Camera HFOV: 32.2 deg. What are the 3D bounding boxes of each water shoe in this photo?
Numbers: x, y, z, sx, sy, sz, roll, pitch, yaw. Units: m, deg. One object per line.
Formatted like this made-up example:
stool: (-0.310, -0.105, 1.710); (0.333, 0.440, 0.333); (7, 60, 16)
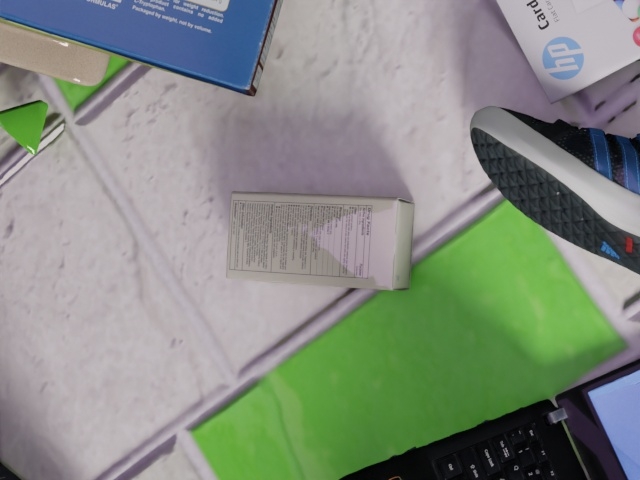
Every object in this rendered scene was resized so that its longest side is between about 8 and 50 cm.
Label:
water shoe: (0.183, -0.032, 0.642); (0.203, 0.073, 0.080); (33, 71, 21)

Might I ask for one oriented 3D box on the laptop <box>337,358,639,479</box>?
laptop: (0.182, 0.179, 0.571); (0.136, 0.264, 0.234); (-41, 67, 49)

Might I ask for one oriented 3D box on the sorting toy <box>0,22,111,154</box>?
sorting toy: (-0.222, -0.219, 0.760); (0.196, 0.047, 0.347); (15, 95, -21)

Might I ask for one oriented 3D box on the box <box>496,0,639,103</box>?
box: (0.176, -0.182, 0.610); (0.186, 0.038, 0.145); (-27, 91, 38)

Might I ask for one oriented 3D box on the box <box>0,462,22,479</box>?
box: (-0.361, 0.292, 0.770); (0.312, 0.179, 0.343); (32, 99, 17)

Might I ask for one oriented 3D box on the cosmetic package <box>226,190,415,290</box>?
cosmetic package: (0.000, 0.000, 0.713); (0.115, 0.041, 0.060); (5, 90, 21)

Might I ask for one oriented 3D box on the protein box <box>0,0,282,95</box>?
protein box: (-0.108, -0.213, 0.675); (0.200, 0.136, 0.201); (16, 94, -4)
